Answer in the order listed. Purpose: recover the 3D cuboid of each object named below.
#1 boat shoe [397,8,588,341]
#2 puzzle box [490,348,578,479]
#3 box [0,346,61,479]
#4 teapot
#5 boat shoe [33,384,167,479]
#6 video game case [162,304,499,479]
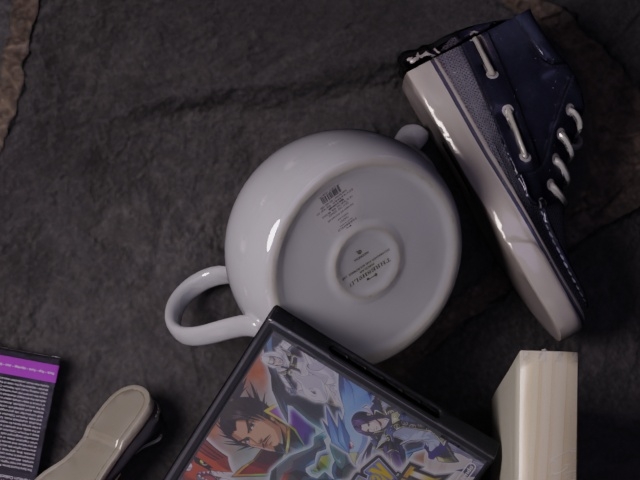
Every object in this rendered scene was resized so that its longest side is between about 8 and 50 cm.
[{"bbox_3d":[0.223,-0.078,1.898,0.158,0.127,0.340,-28,84,-4],"label":"boat shoe"},{"bbox_3d":[0.190,0.257,1.694,0.052,0.409,0.272,1,80,2],"label":"puzzle box"},{"bbox_3d":[-0.329,0.185,1.826,0.116,0.029,0.162,11,77,-6],"label":"box"},{"bbox_3d":[0.000,0.000,1.832,0.256,0.187,0.252,9,101,-31],"label":"teapot"},{"bbox_3d":[-0.223,0.238,1.806,0.075,0.065,0.206,22,66,41],"label":"boat shoe"},{"bbox_3d":[-0.005,0.230,1.773,0.248,0.035,0.275,32,119,-1],"label":"video game case"}]
